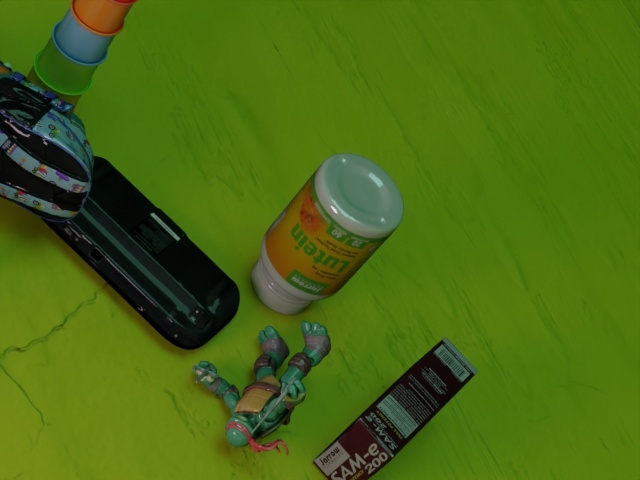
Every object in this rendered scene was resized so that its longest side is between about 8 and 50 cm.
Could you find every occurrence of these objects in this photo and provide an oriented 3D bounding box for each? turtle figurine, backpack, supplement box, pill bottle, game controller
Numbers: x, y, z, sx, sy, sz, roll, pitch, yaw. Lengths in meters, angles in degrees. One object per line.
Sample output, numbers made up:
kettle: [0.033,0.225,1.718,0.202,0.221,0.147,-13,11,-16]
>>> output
turtle figurine: [-0.081,0.199,1.863,0.175,0.118,0.234,7,34,24]
backpack: [-0.369,-0.114,1.824,0.173,0.158,0.117,28,44,-4]
supplement box: [0.106,0.243,1.946,0.073,0.130,0.239,47,43,6]
pill bottle: [0.000,0.000,1.984,0.136,0.246,0.136,19,46,-22]
game controller: [-0.251,0.012,1.941,0.319,0.067,0.166,44,28,3]

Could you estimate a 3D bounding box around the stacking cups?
stacking cups: [-0.326,-0.291,1.936,0.096,0.316,0.096,18,48,-22]

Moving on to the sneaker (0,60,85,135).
sneaker: [-0.458,-0.214,1.930,0.302,0.108,0.121,23,49,-18]
